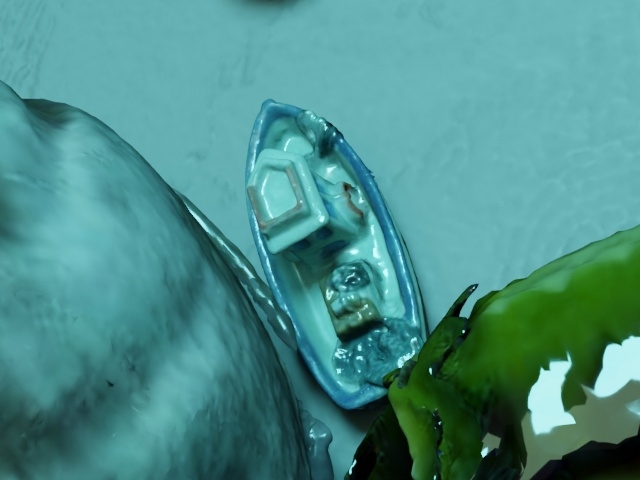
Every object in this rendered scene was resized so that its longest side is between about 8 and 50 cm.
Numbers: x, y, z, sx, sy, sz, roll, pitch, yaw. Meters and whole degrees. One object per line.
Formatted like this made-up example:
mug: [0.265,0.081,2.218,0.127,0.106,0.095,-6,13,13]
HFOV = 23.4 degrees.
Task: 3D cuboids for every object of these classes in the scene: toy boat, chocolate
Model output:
toy boat: [0.000,0.000,0.616,0.059,0.066,0.140,-29,61,17]
chocolate: [-0.148,0.058,0.491,0.303,0.213,0.303,-3,64,5]

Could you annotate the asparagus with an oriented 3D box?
asparagus: [0.184,0.018,0.501,0.382,0.108,0.128,-28,55,12]
